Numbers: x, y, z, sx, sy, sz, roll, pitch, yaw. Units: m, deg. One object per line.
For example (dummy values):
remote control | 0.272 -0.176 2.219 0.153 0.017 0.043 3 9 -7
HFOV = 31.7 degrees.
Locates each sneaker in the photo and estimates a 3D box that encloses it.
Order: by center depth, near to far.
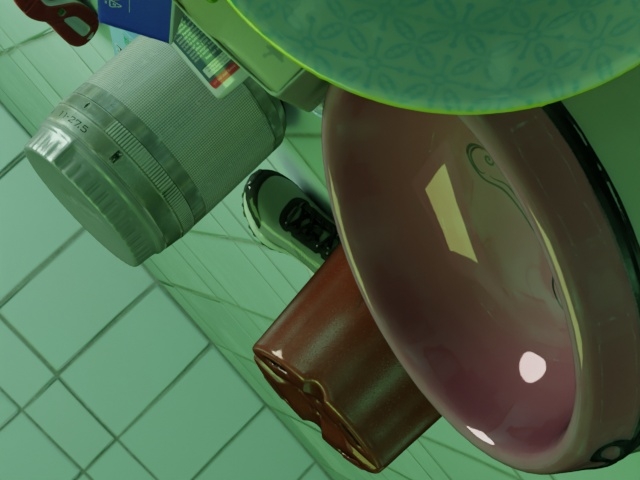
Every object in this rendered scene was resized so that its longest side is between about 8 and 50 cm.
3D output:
sneaker | 0.000 0.000 1.584 0.271 0.100 0.108 47 150 -17
sneaker | -0.436 -0.382 1.691 0.128 0.087 0.221 37 170 31

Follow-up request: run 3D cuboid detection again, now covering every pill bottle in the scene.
pill bottle | -0.131 -0.254 1.233 0.180 0.108 0.108 48 164 -10

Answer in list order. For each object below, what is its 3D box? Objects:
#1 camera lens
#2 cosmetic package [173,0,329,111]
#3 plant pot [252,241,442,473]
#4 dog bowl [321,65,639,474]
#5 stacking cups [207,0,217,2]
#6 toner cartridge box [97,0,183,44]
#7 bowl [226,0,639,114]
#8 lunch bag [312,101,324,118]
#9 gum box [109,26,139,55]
camera lens | -0.195 -0.131 1.392 0.219 0.274 0.219 41 164 15
cosmetic package | -0.027 -0.199 0.893 0.153 0.129 0.296 46 -174 -2
plant pot | 0.081 0.105 1.298 0.272 0.265 0.272 42 164 15
dog bowl | 0.145 -0.008 0.849 0.408 0.150 0.408 53 158 33
stacking cups | 0.025 -0.181 0.696 0.316 0.096 0.096 6 158 3
toner cartridge box | -0.124 -0.315 0.904 0.075 0.165 0.348 17 161 -4
bowl | 0.075 -0.222 0.557 0.289 0.289 0.156 49 -156 -12
lunch bag | 0.010 -0.174 1.143 0.053 0.071 0.083 40 166 31
gum box | -0.235 -0.246 1.634 0.157 0.041 0.184 43 165 7
